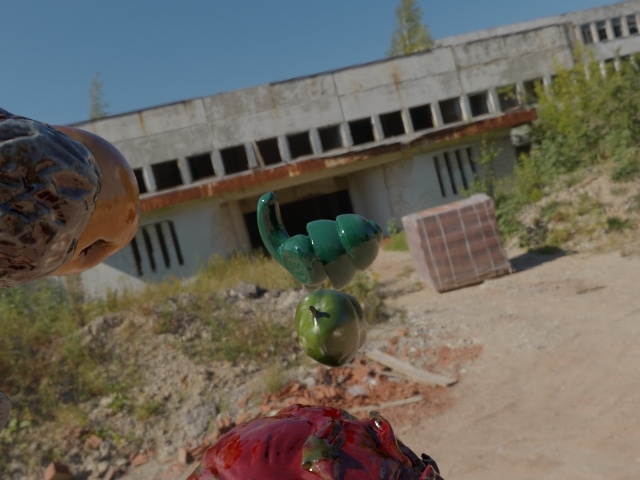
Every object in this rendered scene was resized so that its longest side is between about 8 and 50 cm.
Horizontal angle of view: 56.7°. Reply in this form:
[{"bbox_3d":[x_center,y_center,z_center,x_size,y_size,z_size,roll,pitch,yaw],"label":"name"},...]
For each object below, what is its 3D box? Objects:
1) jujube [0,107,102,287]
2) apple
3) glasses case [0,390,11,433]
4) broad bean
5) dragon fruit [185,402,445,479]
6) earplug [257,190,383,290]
[{"bbox_3d":[-0.421,-0.068,0.682,0.316,0.226,0.226,22,-3,-6],"label":"jujube"},{"bbox_3d":[-0.420,-0.060,0.995,0.242,0.241,0.242,-27,-26,-15],"label":"apple"},{"bbox_3d":[-0.686,0.403,1.098,0.067,0.283,0.109,10,-25,38],"label":"glasses case"},{"bbox_3d":[0.012,0.069,0.481,0.053,0.052,0.256,-45,-8,-5],"label":"broad bean"},{"bbox_3d":[-0.017,0.268,0.463,0.299,0.244,0.244,-56,-9,12],"label":"dragon fruit"},{"bbox_3d":[0.001,-0.001,1.352,0.280,0.258,0.164,-18,-36,9],"label":"earplug"}]
